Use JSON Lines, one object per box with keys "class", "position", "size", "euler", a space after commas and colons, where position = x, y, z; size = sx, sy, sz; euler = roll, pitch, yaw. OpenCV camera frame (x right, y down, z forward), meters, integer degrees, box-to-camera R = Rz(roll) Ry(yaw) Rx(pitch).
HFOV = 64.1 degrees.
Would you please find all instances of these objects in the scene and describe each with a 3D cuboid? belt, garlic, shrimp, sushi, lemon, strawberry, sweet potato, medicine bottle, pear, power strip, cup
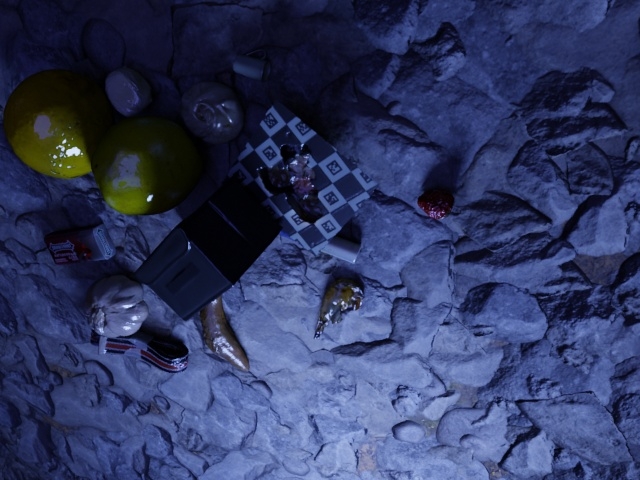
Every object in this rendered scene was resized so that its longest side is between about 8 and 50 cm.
{"class": "belt", "position": [-0.642, 0.378, 1.831], "size": [0.360, 0.126, 0.094], "euler": [17, 112, 2]}
{"class": "garlic", "position": [-0.705, 0.227, 1.739], "size": [0.228, 0.152, 0.227], "euler": [0, 90, 16]}
{"class": "shrimp", "position": [0.050, 0.232, 1.573], "size": [0.117, 0.066, 0.261], "euler": [21, 121, 6]}
{"class": "sushi", "position": [-0.052, -0.166, 1.363], "size": [0.339, 0.068, 0.320], "euler": [38, 129, -3]}
{"class": "lemon", "position": [-0.714, -0.318, 1.412], "size": [0.298, 0.297, 0.296], "euler": [7, 117, 14]}
{"class": "strawberry", "position": [0.300, -0.095, 1.331], "size": [0.097, 0.083, 0.083], "euler": [9, 118, 20]}
{"class": "sweet potato", "position": [-0.338, 0.313, 1.715], "size": [0.114, 0.092, 0.341], "euler": [-15, 112, 5]}
{"class": "medicine bottle", "position": [0.000, 0.000, 1.476], "size": [0.231, 0.059, 0.059], "euler": [21, 120, 6]}
{"class": "pear", "position": [-0.468, -0.205, 1.396], "size": [0.295, 0.294, 0.293], "euler": [7, 117, 14]}
{"class": "power strip", "position": [-0.059, -0.188, 1.410], "size": [0.216, 0.044, 0.137], "euler": [-26, 105, 27]}
{"class": "cup", "position": [-0.174, -0.453, 1.309], "size": [0.083, 0.054, 0.074], "euler": [21, 121, 9]}

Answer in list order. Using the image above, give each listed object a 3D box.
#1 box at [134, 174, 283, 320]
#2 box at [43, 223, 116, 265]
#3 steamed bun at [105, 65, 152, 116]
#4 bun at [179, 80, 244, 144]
{"class": "box", "position": [-0.315, 0.030, 1.433], "size": [0.204, 0.251, 0.345], "euler": [46, 137, -9]}
{"class": "box", "position": [-0.813, 0.016, 1.728], "size": [0.224, 0.069, 0.120], "euler": [-5, 114, 21]}
{"class": "steamed bun", "position": [-0.529, -0.410, 1.416], "size": [0.113, 0.091, 0.129], "euler": [-33, 100, 23]}
{"class": "bun", "position": [-0.300, -0.336, 1.378], "size": [0.184, 0.102, 0.183], "euler": [8, 120, 14]}
